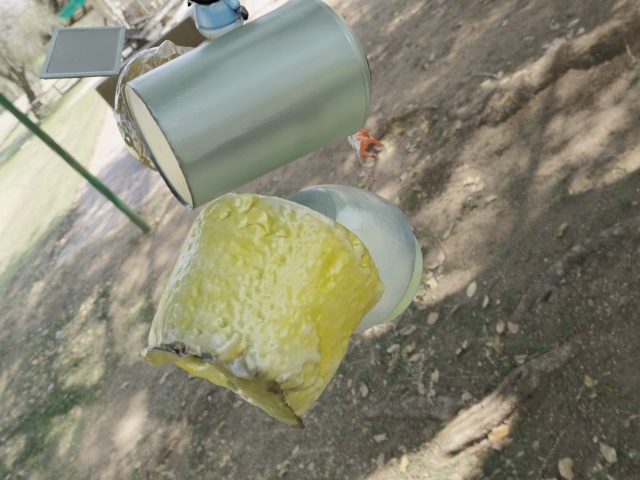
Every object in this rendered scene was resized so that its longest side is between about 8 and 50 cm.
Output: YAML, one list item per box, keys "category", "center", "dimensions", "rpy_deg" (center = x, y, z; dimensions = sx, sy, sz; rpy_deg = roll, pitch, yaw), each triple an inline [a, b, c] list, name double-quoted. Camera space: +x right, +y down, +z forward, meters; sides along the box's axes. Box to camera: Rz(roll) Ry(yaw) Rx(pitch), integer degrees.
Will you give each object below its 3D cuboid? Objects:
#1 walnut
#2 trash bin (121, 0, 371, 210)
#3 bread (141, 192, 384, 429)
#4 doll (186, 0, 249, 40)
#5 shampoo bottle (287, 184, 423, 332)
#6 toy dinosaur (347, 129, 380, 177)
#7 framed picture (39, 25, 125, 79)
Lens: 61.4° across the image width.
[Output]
- category: "walnut"
  center: [-0.364, -0.335, 1.376]
  dimensions: [0.332, 0.333, 0.333]
  rpy_deg: [-28, 31, 18]
- category: "trash bin"
  center: [-0.113, -0.263, 1.006]
  dimensions: [0.432, 0.281, 0.280]
  rpy_deg: [-32, 26, -19]
- category: "bread"
  center: [-0.051, 0.059, 0.490]
  dimensions: [0.197, 0.197, 0.171]
  rpy_deg: [-5, 54, 45]
- category: "doll"
  center: [-0.231, -0.541, 1.058]
  dimensions: [0.177, 0.314, 0.141]
  rpy_deg: [19, 60, 24]
- category: "shampoo bottle"
  center: [0.046, 0.039, 1.190]
  dimensions: [0.322, 0.317, 0.323]
  rpy_deg: [-19, 62, 40]
- category: "toy dinosaur"
  center: [0.111, -0.251, 1.421]
  dimensions: [0.055, 0.101, 0.280]
  rpy_deg: [-54, 40, 28]
- category: "framed picture"
  center: [-0.457, -0.367, 1.049]
  dimensions: [0.141, 0.011, 0.183]
  rpy_deg: [-6, 50, -8]
